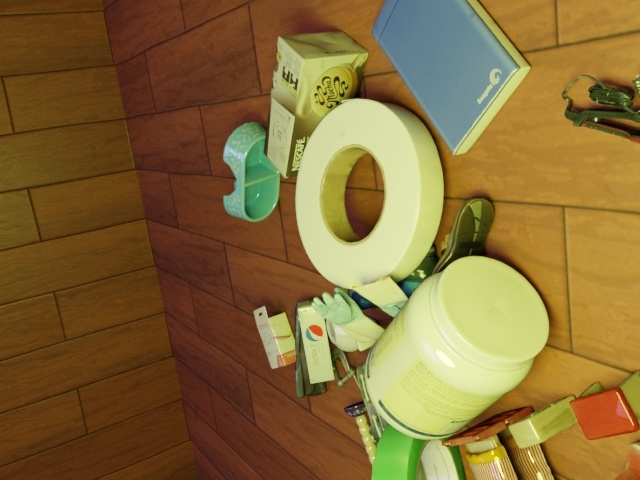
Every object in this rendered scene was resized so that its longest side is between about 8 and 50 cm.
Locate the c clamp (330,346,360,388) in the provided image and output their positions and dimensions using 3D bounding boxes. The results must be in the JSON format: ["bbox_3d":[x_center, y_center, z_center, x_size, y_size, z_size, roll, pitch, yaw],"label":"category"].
[{"bbox_3d":[0.061,0.361,1.720,0.137,0.022,0.161,68,160,13],"label":"c clamp"}]

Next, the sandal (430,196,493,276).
[{"bbox_3d":[0.257,0.008,1.175,0.060,0.089,0.219,-111,25,-54],"label":"sandal"}]

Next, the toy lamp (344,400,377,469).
[{"bbox_3d":[0.141,0.562,1.643,0.080,0.080,0.275,-33,73,60],"label":"toy lamp"}]

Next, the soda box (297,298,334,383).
[{"bbox_3d":[-0.012,0.274,1.719,0.074,0.069,0.216,-104,4,-81],"label":"soda box"}]

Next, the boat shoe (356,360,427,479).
[{"bbox_3d":[0.173,0.431,1.459,0.119,0.121,0.335,-25,70,33],"label":"boat shoe"}]

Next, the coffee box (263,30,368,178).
[{"bbox_3d":[-0.018,-0.303,1.414,0.119,0.168,0.297,51,142,37],"label":"coffee box"}]

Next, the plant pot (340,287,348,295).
[{"bbox_3d":[0.080,0.128,1.552,0.083,0.083,0.079,-22,72,61],"label":"plant pot"}]

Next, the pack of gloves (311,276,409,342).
[{"bbox_3d":[0.107,0.132,1.287,0.195,0.232,0.046,-19,52,27],"label":"pack of gloves"}]

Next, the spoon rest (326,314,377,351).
[{"bbox_3d":[0.084,0.228,1.601,0.276,0.084,0.137,178,79,-74],"label":"spoon rest"}]

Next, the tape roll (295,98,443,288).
[{"bbox_3d":[0.086,-0.095,1.298,0.392,0.072,0.392,-1,89,52],"label":"tape roll"}]

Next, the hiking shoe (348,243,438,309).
[{"bbox_3d":[0.157,0.114,1.362,0.304,0.113,0.132,-44,64,57],"label":"hiking shoe"}]

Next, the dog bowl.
[{"bbox_3d":[-0.187,-0.184,1.780,0.074,0.166,0.297,32,131,36],"label":"dog bowl"}]

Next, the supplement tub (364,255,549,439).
[{"bbox_3d":[0.237,0.200,1.140,0.235,0.235,0.325,60,147,25],"label":"supplement tub"}]

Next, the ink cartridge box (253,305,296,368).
[{"bbox_3d":[-0.141,0.303,2.015,0.115,0.067,0.198,-30,79,60],"label":"ink cartridge box"}]

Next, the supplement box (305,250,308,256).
[{"bbox_3d":[0.000,0.000,1.638,0.083,0.056,0.083,11,113,58],"label":"supplement box"}]

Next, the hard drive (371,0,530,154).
[{"bbox_3d":[0.215,-0.342,1.120,0.319,0.040,0.210,62,148,22],"label":"hard drive"}]

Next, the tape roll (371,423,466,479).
[{"bbox_3d":[0.208,0.518,1.263,0.077,0.321,0.321,-14,92,29],"label":"tape roll"}]

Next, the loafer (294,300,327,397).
[{"bbox_3d":[-0.028,0.316,1.828,0.109,0.095,0.303,-97,7,-72],"label":"loafer"}]

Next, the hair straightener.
[{"bbox_3d":[0.421,-0.182,0.850,0.230,0.047,0.089,39,135,53],"label":"hair straightener"}]

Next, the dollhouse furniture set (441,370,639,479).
[{"bbox_3d":[0.392,0.375,1.039,0.201,0.152,0.374,66,150,15],"label":"dollhouse furniture set"}]
